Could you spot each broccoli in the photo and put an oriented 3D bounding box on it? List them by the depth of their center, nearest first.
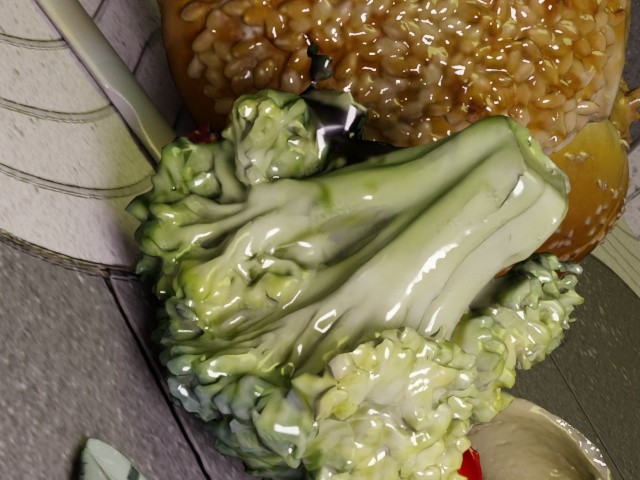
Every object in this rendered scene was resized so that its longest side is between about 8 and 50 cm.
[{"bbox_3d":[0.032,0.018,1.210,0.293,0.281,0.348,53,20,-4],"label":"broccoli"}]

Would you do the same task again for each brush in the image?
[{"bbox_3d":[-0.125,-0.100,1.418,0.321,0.050,0.060,53,21,-4],"label":"brush"}]

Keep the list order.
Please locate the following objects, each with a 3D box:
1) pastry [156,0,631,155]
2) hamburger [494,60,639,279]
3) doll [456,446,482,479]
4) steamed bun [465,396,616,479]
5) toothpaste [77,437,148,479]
[{"bbox_3d":[0.063,-0.204,1.498,0.410,0.409,0.245,56,-5,2],"label":"pastry"},{"bbox_3d":[0.198,-0.106,1.908,0.445,0.287,0.268,25,36,-55],"label":"hamburger"},{"bbox_3d":[0.105,0.200,1.460,0.104,0.062,0.195,-22,86,-55],"label":"doll"},{"bbox_3d":[0.205,0.228,1.594,0.212,0.110,0.231,56,14,2],"label":"steamed bun"},{"bbox_3d":[-0.110,0.182,0.942,0.067,0.037,0.255,44,16,-17],"label":"toothpaste"}]
